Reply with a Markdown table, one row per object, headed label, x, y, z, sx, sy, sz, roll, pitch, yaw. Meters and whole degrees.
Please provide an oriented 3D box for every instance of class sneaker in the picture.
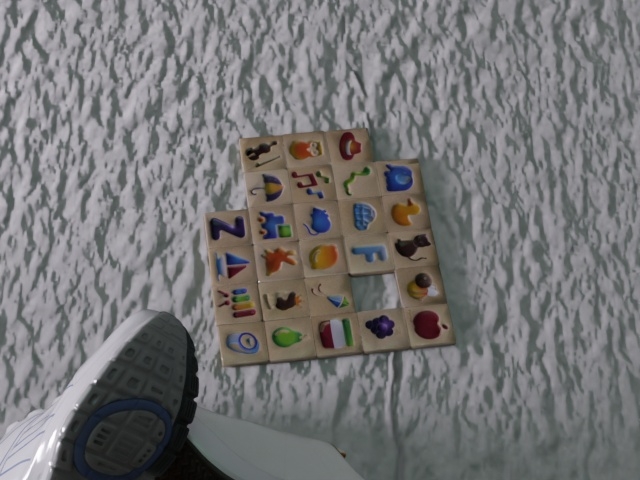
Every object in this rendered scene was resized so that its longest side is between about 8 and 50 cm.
| label | x | y | z | sx | sy | sz | roll | pitch | yaw |
| --- | --- | --- | --- | --- | --- | --- | --- | --- | --- |
| sneaker | -0.059 | 0.190 | 1.474 | 0.290 | 0.105 | 0.123 | 26 | 22 | 25 |
| sneaker | -0.205 | 0.170 | 1.403 | 0.129 | 0.111 | 0.297 | 27 | 78 | 48 |

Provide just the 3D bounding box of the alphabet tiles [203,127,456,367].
| label | x | y | z | sx | sy | sz | roll | pitch | yaw |
| --- | --- | --- | --- | --- | --- | --- | --- | --- | --- |
| alphabet tiles | 0.000 | 0.000 | 1.645 | 0.198 | 0.009 | 0.237 | -5 | 55 | -6 |
